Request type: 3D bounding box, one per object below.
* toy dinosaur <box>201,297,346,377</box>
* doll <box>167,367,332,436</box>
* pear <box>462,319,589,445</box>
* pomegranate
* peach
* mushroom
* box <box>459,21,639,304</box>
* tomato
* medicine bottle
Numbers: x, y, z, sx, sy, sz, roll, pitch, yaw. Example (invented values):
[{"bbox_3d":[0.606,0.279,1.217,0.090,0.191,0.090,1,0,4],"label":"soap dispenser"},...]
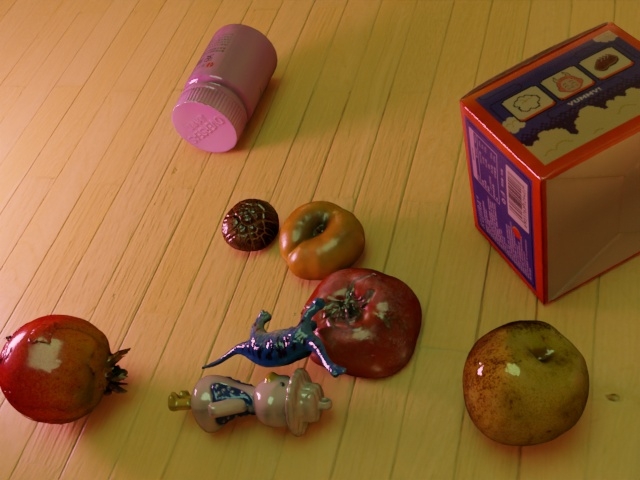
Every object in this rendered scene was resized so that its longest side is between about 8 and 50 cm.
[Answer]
[{"bbox_3d":[-0.060,0.176,1.339,0.329,0.076,0.144,-4,41,38],"label":"toy dinosaur"},{"bbox_3d":[-0.121,0.280,1.336,0.293,0.138,0.119,-2,91,19],"label":"doll"},{"bbox_3d":[0.317,0.230,1.206,0.198,0.197,0.197,-8,50,10],"label":"pear"},{"bbox_3d":[-0.475,0.237,1.423,0.235,0.210,0.210,4,49,-11],"label":"pomegranate"},{"bbox_3d":[0.000,0.000,1.539,0.179,0.103,0.179,-10,51,12],"label":"peach"},{"bbox_3d":[-0.149,-0.034,1.623,0.109,0.085,0.126,15,63,26],"label":"mushroom"},{"bbox_3d":[0.448,-0.133,1.351,0.319,0.348,0.256,-29,49,-6],"label":"box"},{"bbox_3d":[0.071,0.141,1.407,0.237,0.095,0.236,-9,50,11],"label":"tomato"},{"bbox_3d":[-0.231,-0.373,1.869,0.178,0.178,0.290,6,54,21],"label":"medicine bottle"}]
